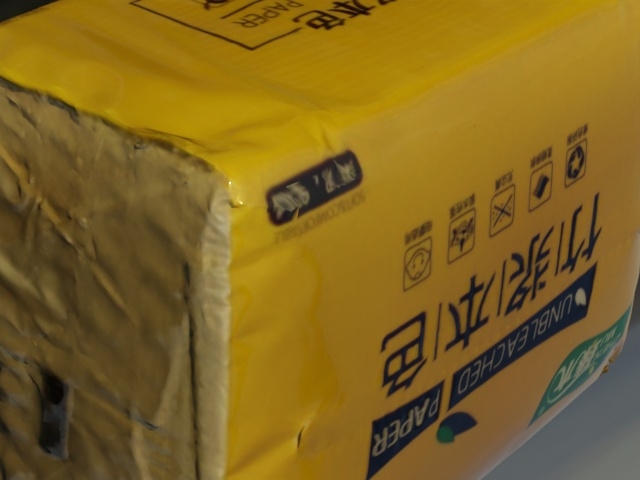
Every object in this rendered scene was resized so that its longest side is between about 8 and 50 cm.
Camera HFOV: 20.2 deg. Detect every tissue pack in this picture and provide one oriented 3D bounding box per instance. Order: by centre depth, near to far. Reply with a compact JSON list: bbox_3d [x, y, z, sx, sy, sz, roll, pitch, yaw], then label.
[{"bbox_3d":[0.000,0.000,0.936,0.382,0.228,0.293,-31,134,-46],"label":"tissue pack"}]
